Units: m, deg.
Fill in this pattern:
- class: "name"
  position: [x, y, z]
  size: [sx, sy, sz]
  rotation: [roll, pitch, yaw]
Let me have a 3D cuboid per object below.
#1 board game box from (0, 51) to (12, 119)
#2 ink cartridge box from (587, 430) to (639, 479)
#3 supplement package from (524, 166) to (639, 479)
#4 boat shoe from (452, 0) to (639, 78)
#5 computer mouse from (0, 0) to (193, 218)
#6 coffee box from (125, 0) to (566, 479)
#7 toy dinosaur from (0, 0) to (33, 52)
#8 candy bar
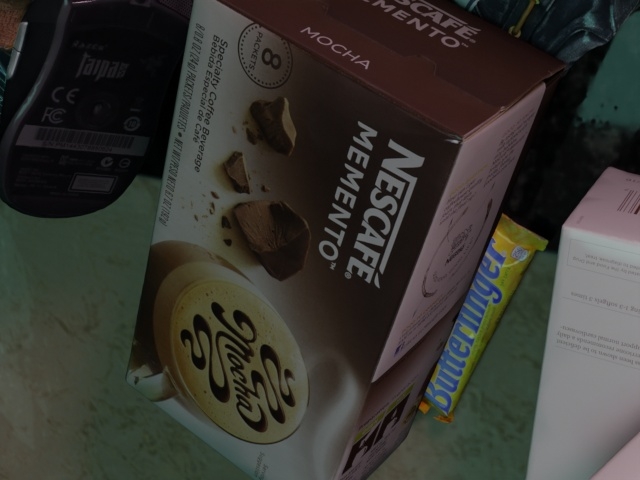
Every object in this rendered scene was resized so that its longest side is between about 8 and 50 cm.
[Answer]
- class: "board game box"
  position: [-0.299, -0.144, 0.838]
  size: [0.165, 0.042, 0.243]
  rotation: [-28, 96, 34]
- class: "ink cartridge box"
  position: [0.265, 0.110, 0.474]
  size: [0.273, 0.198, 0.115]
  rotation: [-46, 119, 8]
- class: "supplement package"
  position: [0.185, 0.066, 0.626]
  size: [0.105, 0.105, 0.179]
  rotation: [14, 117, 22]
- class: "boat shoe"
  position: [0.150, -0.164, 0.575]
  size: [0.083, 0.065, 0.183]
  rotation: [44, 132, 4]
- class: "computer mouse"
  position: [-0.095, -0.127, 0.673]
  size: [0.060, 0.184, 0.262]
  rotation: [56, 136, 37]
- class: "coffee box"
  position: [0.000, 0.000, 0.662]
  size: [0.168, 0.119, 0.297]
  rotation: [34, 131, 19]
- class: "toy dinosaur"
  position: [-0.212, -0.233, 0.710]
  size: [0.200, 0.127, 0.296]
  rotation: [-33, 83, 52]
- class: "candy bar"
  position: [0.097, 0.052, 0.722]
  size: [0.040, 0.018, 0.161]
  rotation: [30, 122, 14]
